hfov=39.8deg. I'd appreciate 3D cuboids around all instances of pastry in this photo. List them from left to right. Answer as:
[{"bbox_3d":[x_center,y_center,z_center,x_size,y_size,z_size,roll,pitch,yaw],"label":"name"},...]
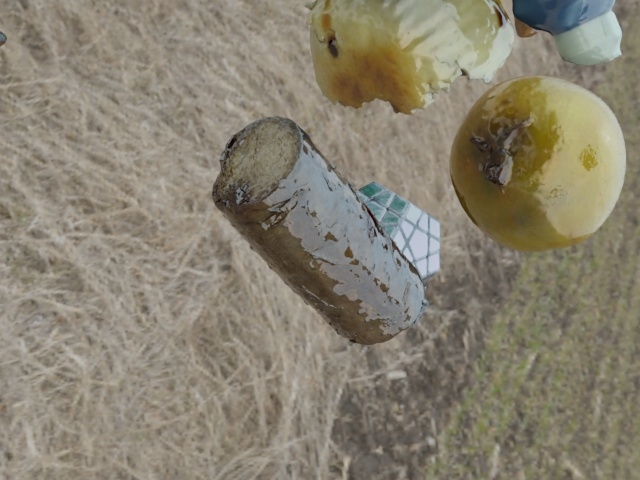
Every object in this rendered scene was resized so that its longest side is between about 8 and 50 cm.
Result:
[{"bbox_3d":[0.111,-0.288,1.116,0.237,0.256,0.170,-51,134,-24],"label":"pastry"}]

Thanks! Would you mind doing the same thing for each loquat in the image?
[{"bbox_3d":[0.412,-0.138,1.646,0.359,0.328,0.328,1,75,-45],"label":"loquat"}]

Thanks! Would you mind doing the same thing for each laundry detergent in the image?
[{"bbox_3d":[0.251,-0.328,0.996,0.094,0.143,0.290,-29,98,-31],"label":"laundry detergent"}]

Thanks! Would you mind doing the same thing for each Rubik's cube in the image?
[{"bbox_3d":[0.140,0.014,2.158,0.264,0.319,0.319,59,29,11],"label":"Rubik's cube"}]

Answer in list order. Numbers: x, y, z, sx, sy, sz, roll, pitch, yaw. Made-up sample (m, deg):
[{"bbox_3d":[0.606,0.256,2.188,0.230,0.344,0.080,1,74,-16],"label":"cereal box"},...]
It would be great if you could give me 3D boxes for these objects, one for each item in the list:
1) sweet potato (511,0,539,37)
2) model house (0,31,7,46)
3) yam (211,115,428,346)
[{"bbox_3d":[0.316,-0.409,1.233,0.097,0.097,0.251,-32,132,-59],"label":"sweet potato"},{"bbox_3d":[-0.552,-0.230,1.019,0.207,0.294,0.154,34,72,-69],"label":"model house"},{"bbox_3d":[0.001,0.001,0.932,0.279,0.131,0.131,47,39,-42],"label":"yam"}]
